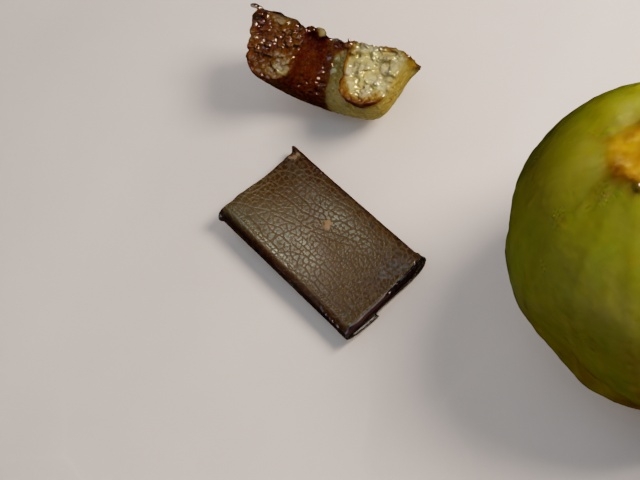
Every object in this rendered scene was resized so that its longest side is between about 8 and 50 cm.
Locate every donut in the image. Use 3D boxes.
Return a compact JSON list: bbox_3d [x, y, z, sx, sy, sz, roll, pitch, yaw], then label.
[{"bbox_3d":[0.019,-0.203,1.597,0.217,0.141,0.085,20,86,28],"label":"donut"}]

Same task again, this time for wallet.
[{"bbox_3d":[0.000,0.000,1.571,0.133,0.039,0.243,-44,59,-8],"label":"wallet"}]

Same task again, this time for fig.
[{"bbox_3d":[0.334,-0.010,1.264,0.343,0.343,0.343,-8,65,18],"label":"fig"}]
